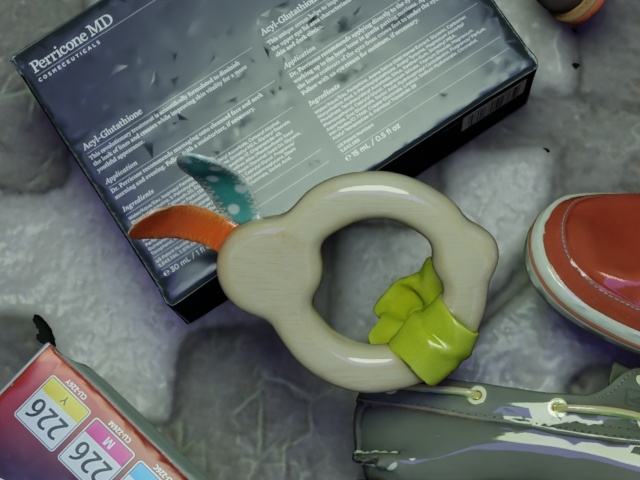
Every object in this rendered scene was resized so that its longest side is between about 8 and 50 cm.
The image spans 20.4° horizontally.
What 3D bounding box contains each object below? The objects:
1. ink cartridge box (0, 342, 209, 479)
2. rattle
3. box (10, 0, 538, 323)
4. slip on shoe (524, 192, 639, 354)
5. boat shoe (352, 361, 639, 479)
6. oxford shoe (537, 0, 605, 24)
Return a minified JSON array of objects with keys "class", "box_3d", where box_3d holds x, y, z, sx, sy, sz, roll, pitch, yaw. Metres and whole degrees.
[{"class":"ink cartridge box","box_3d":[-0.128,0.266,1.010,0.309,0.130,0.272,42,85,10]},{"class":"rattle","box_3d":[0.000,0.000,1.025,0.199,0.143,0.130,14,119,2]},{"class":"box","box_3d":[-0.026,-0.098,1.092,0.261,0.103,0.184,-33,82,-3]},{"class":"slip on shoe","box_3d":[0.285,0.011,1.031,0.331,0.101,0.123,7,50,2]},{"class":"boat shoe","box_3d":[0.169,0.115,1.032,0.305,0.109,0.091,-2,83,7]},{"class":"oxford shoe","box_3d":[0.106,-0.255,1.104,0.098,0.097,0.271,-3,65,-34]}]
